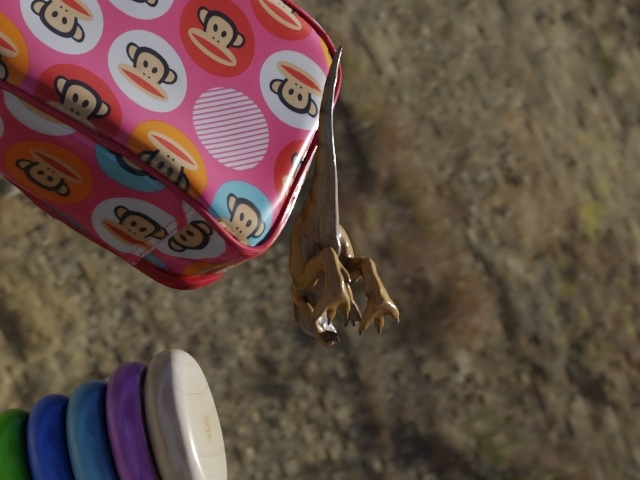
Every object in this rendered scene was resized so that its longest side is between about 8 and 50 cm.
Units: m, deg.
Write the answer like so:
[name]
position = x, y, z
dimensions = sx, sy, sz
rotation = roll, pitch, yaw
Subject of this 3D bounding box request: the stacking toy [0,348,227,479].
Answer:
[stacking toy]
position = -0.251, 0.192, 1.616
dimensions = 0.141, 0.330, 0.141
rotation = -14, 90, -82

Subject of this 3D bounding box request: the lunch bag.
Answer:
[lunch bag]
position = -0.130, -0.136, 1.375
dimensions = 0.293, 0.120, 0.258
rotation = 36, 53, -19

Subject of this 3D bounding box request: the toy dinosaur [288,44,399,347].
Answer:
[toy dinosaur]
position = 0.000, 0.000, 1.224
dimensions = 0.064, 0.211, 0.112
rotation = -13, 44, -24
